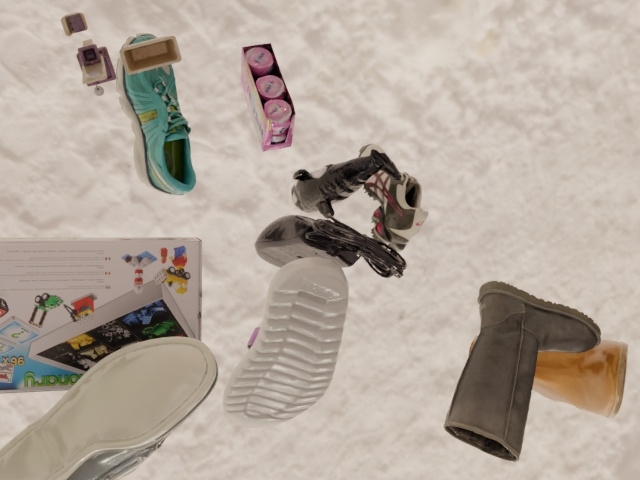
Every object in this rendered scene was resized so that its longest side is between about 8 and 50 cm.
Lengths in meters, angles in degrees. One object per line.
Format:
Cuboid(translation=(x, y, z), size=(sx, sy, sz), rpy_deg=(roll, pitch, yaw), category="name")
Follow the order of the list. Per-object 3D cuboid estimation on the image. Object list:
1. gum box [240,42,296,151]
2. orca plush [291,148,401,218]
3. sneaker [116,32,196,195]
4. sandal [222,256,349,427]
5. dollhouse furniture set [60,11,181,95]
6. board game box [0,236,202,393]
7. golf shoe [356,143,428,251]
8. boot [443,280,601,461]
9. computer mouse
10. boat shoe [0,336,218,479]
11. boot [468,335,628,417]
Cuboid(translation=(-0.103, -0.274, 1.632), size=(0.062, 0.188, 0.107), rpy_deg=(-12, 154, -14), category="gum box")
Cuboid(translation=(0.041, -0.090, 1.702), size=(0.151, 0.287, 0.102), rpy_deg=(19, 66, -49), category="orca plush")
Cuboid(translation=(-0.256, -0.206, 1.388), size=(0.107, 0.110, 0.275), rpy_deg=(-27, 120, -34), category="sneaker")
Cuboid(translation=(-0.049, 0.166, 1.378), size=(0.169, 0.102, 0.416), rpy_deg=(11, 132, -18), category="sandal")
Cuboid(translation=(-0.213, -0.206, 0.917), size=(0.114, 0.081, 0.091), rpy_deg=(-16, 128, -6), category="dollhouse furniture set")
Cuboid(translation=(-0.307, 0.093, 1.080), size=(0.305, 0.053, 0.193), rpy_deg=(0, 95, -17), category="board game box")
Cuboid(translation=(0.155, -0.108, 1.734), size=(0.105, 0.273, 0.120), rpy_deg=(20, 133, -37), category="golf shoe")
Cuboid(translation=(0.255, 0.170, 1.040), size=(0.076, 0.189, 0.209), rpy_deg=(116, -8, -53), category="boot")
Cuboid(translation=(0.000, 0.000, 1.369), size=(0.188, 0.272, 0.072), rpy_deg=(31, 68, -34), category="computer mouse")
Cuboid(translation=(-0.245, 0.221, 0.987), size=(0.319, 0.116, 0.099), rpy_deg=(-35, 152, 6), category="boat shoe")
Cuboid(translation=(0.321, 0.185, 1.224), size=(0.295, 0.211, 0.104), rpy_deg=(58, 45, -74), category="boot")
